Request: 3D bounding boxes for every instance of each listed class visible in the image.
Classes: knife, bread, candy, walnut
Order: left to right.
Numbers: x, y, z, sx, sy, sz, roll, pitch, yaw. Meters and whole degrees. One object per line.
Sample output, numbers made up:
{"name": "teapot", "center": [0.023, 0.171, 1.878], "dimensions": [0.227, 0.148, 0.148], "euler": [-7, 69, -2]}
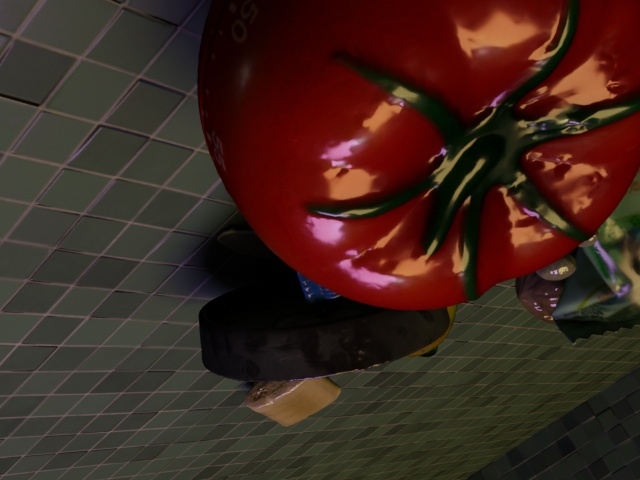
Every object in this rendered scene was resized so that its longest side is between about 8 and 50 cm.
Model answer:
{"name": "bread", "center": [-0.049, 0.275, 1.555], "dimensions": [0.139, 0.060, 0.178], "euler": [-31, 152, 3]}
{"name": "knife", "center": [-0.001, 0.002, 1.171], "dimensions": [0.336, 0.043, 0.081], "euler": [2, 147, -34]}
{"name": "walnut", "center": [0.456, 0.070, 1.548], "dimensions": [0.230, 0.178, 0.178], "euler": [-17, 151, -17]}
{"name": "candy", "center": [0.493, -0.032, 1.338], "dimensions": [0.263, 0.172, 0.397], "euler": [-18, 130, -12]}

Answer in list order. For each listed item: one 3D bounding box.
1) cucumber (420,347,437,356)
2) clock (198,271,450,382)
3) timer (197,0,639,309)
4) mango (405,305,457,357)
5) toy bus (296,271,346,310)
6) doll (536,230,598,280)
{"name": "cucumber", "center": [0.134, 0.182, 1.571], "dimensions": [0.056, 0.056, 0.284], "euler": [-40, 146, 22]}
{"name": "clock", "center": [0.002, 0.094, 1.088], "dimensions": [0.319, 0.066, 0.319], "euler": [-9, -171, 1]}
{"name": "timer", "center": [0.087, -0.133, 0.709], "dimensions": [0.378, 0.279, 0.378], "euler": [-13, 134, -14]}
{"name": "mango", "center": [0.142, 0.111, 1.284], "dimensions": [0.125, 0.111, 0.233], "euler": [-17, 147, -26]}
{"name": "toy bus", "center": [0.082, -0.062, 0.966], "dimensions": [0.288, 0.175, 0.138], "euler": [-25, 151, -5]}
{"name": "doll", "center": [0.281, -0.052, 1.176], "dimensions": [0.228, 0.154, 0.258], "euler": [10, 161, 4]}
